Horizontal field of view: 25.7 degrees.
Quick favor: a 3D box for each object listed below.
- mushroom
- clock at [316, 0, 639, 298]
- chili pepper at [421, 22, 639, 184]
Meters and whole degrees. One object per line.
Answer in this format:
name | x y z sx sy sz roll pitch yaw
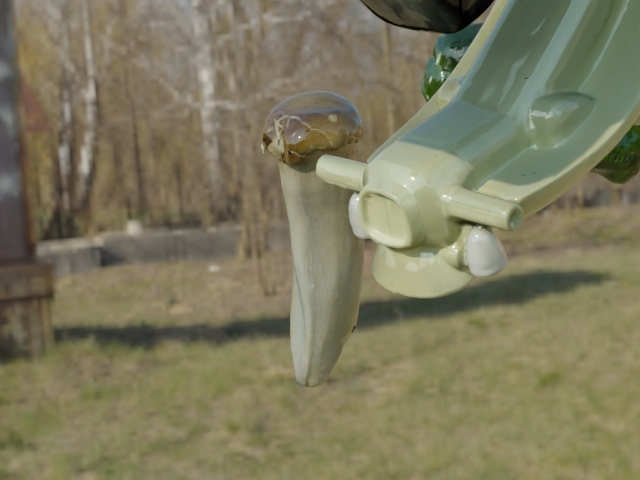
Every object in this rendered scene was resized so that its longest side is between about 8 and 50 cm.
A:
mushroom | 0.000 0.000 0.999 0.071 0.209 0.084 -8 16 -19
clock | 0.061 -0.138 0.617 0.120 0.276 0.379 18 -22 47
chili pepper | 0.163 -0.079 0.890 0.204 0.072 0.073 22 40 3
